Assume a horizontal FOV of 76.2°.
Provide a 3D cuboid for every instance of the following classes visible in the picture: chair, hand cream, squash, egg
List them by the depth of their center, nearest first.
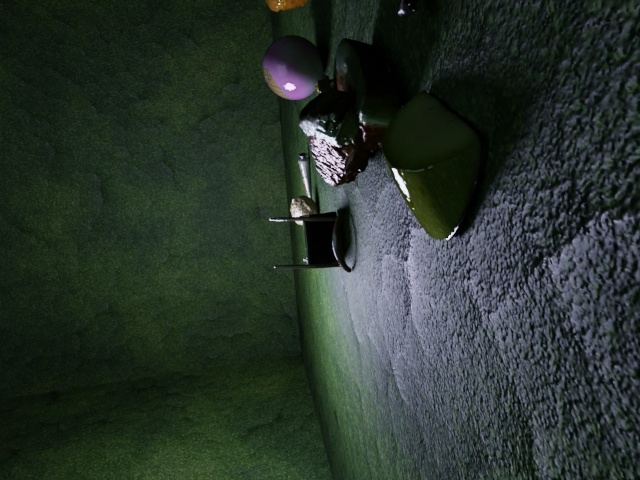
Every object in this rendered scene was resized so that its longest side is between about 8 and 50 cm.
[{"bbox_3d":[0.128,-0.087,0.559,0.192,0.085,0.184,-105,13,-53],"label":"squash"},{"bbox_3d":[0.000,0.000,1.277,0.272,0.166,0.188,-1,96,39],"label":"chair"},{"bbox_3d":[-0.085,-0.546,1.287,0.271,0.196,0.197,-141,45,-72],"label":"egg"},{"bbox_3d":[-0.065,-0.123,1.713,0.140,0.116,0.118,60,177,-23],"label":"egg"},{"bbox_3d":[-0.064,-0.281,1.850,0.080,0.050,0.234,-117,16,-57],"label":"hand cream"}]

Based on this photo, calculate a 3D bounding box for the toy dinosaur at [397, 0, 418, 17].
[{"bbox_3d":[0.134,-0.394,0.533,0.179,0.087,0.187,-61,15,-20],"label":"toy dinosaur"}]

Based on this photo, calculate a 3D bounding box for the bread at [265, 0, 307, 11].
[{"bbox_3d":[-0.127,-0.949,1.374,0.312,0.172,0.313,170,90,-78],"label":"bread"}]

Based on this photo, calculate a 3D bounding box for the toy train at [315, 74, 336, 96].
[{"bbox_3d":[0.019,-0.362,1.168,0.081,0.060,0.203,-121,27,-83],"label":"toy train"}]

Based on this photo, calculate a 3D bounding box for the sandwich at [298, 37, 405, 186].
[{"bbox_3d":[0.037,-0.229,0.809,0.301,0.161,0.251,100,166,-53],"label":"sandwich"}]
